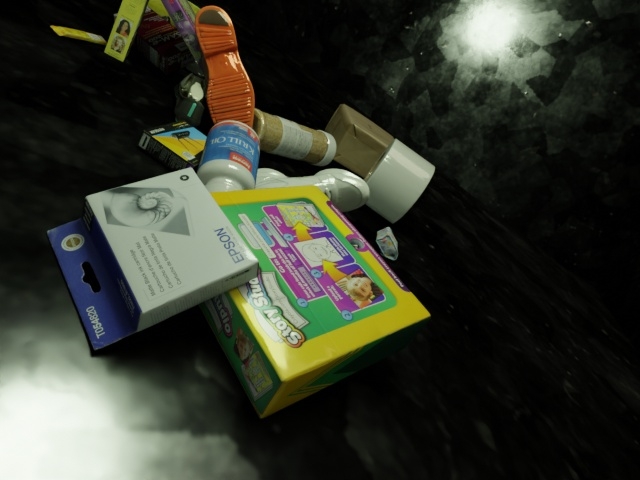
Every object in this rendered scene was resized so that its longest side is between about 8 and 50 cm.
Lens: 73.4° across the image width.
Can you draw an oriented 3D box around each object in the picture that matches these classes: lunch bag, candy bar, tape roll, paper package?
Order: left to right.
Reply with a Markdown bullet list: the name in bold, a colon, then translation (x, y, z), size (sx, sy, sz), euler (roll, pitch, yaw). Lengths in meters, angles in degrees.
- **candy bar**: translation (-0.671, -0.575, 1.207), size (0.040, 0.018, 0.161), euler (44, 25, 8)
- **paper package**: translation (0.190, -0.412, 1.864), size (0.309, 0.168, 0.325), euler (27, 26, -19)
- **lunch bag**: translation (0.199, 0.014, 1.265), size (0.083, 0.053, 0.071), euler (58, 20, -15)
- **tape roll**: translation (0.255, -0.207, 1.498), size (0.169, 0.246, 0.246), euler (36, 25, -4)

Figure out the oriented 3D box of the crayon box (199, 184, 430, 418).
- **crayon box**: translation (-0.045, 0.062, 0.731), size (0.313, 0.106, 0.363), euler (-11, 51, -39)

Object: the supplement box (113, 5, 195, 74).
- **supplement box**: translation (-0.538, -0.657, 1.402), size (0.239, 0.073, 0.130), euler (40, 55, 7)

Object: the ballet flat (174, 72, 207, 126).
- **ballet flat**: translation (-0.362, -0.413, 1.231), size (0.095, 0.096, 0.280), euler (20, 29, -32)

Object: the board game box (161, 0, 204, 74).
- **board game box**: translation (-0.402, -0.660, 1.277), size (0.208, 0.056, 0.347), euler (-100, 165, -54)

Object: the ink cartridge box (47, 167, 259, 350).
- **ink cartridge box**: translation (-0.235, 0.006, 0.593), size (0.224, 0.045, 0.223), euler (-25, 59, -27)

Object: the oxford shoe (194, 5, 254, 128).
- **oxford shoe**: translation (-0.267, -0.449, 1.217), size (0.130, 0.364, 0.133), euler (-10, 14, -14)

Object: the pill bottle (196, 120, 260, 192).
- **pill bottle**: translation (-0.197, -0.144, 0.916), size (0.124, 0.124, 0.221), euler (23, 43, -26)

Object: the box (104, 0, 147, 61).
- **box**: translation (-0.543, -0.637, 1.224), size (0.058, 0.232, 0.087), euler (22, 29, -26)

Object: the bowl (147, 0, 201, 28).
- **bowl**: translation (-0.598, -0.843, 1.583), size (0.289, 0.156, 0.289), euler (24, 16, -7)

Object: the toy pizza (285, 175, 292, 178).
- **toy pizza**: translation (-0.066, -0.109, 1.160), size (0.201, 0.032, 0.201), euler (28, 26, -15)

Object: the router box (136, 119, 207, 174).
- **router box**: translation (-0.317, -0.216, 1.004), size (0.133, 0.046, 0.179), euler (35, 25, -4)

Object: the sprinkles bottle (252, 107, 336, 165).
- **sprinkles bottle**: translation (-0.099, -0.326, 1.392), size (0.355, 0.121, 0.121), euler (2, 42, -51)

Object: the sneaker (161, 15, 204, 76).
- **sneaker**: translation (-0.463, -0.684, 1.538), size (0.286, 0.130, 0.109), euler (25, 25, -26)

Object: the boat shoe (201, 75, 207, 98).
- **boat shoe**: translation (-0.366, -0.531, 1.461), size (0.076, 0.080, 0.228), euler (27, 25, 1)

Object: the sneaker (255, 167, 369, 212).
- **sneaker**: translation (-0.040, -0.089, 0.988), size (0.305, 0.114, 0.152), euler (0, 36, 5)
